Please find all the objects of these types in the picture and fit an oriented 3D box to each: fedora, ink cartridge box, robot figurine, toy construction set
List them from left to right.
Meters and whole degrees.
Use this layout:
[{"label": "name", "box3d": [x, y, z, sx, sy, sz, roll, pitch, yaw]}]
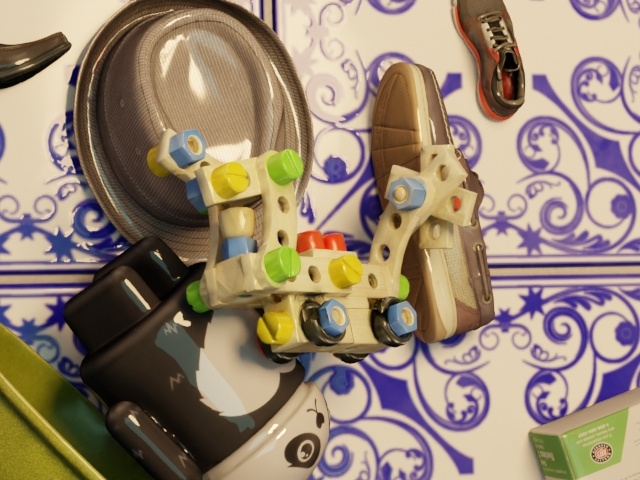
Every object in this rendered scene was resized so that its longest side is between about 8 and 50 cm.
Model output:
[{"label": "robot figurine", "box3d": [-0.113, 0.132, 1.763, 0.209, 0.173, 0.278, -42, 98, -13]}, {"label": "fedora", "box3d": [-0.112, -0.116, 1.805, 0.243, 0.124, 0.275, -12, 90, -17]}, {"label": "toy construction set", "box3d": [0.000, 0.000, 1.728, 0.327, 0.151, 0.215, -2, 73, -36]}, {"label": "ink cartridge box", "box3d": [0.333, 0.276, 1.935, 0.160, 0.092, 0.219, -19, 93, -17]}]

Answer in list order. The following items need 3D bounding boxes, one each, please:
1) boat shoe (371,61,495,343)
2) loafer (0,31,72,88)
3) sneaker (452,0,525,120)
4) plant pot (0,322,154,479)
[{"label": "boat shoe", "box3d": [0.120, -0.041, 1.890, 0.092, 0.103, 0.285, -9, 90, -26]}, {"label": "loafer", "box3d": [-0.322, -0.173, 1.778, 0.170, 0.062, 0.061, -23, 89, -18]}, {"label": "sneaker", "box3d": [0.186, -0.206, 1.933, 0.061, 0.065, 0.158, -17, 92, -17]}, {"label": "plant pot", "box3d": [-0.318, 0.298, 1.624, 0.366, 0.366, 0.353, 44, 87, -10]}]
